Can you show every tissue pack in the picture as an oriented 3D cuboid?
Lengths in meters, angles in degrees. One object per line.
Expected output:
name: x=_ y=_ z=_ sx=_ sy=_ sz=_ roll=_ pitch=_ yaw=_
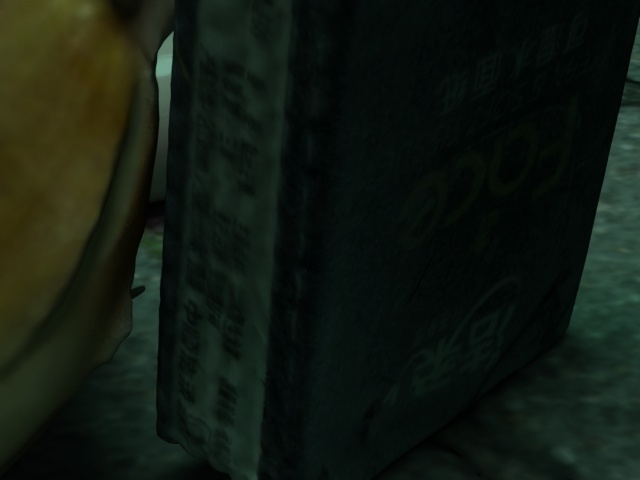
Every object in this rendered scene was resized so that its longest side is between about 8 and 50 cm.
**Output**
tissue pack: x=0.033 y=-0.054 z=0.495 sx=0.081 sy=0.257 sz=0.185 roll=30 pitch=39 yaw=32

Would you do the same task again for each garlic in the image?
garlic: x=-0.197 y=-0.009 z=0.502 sx=0.313 sy=0.249 sz=0.286 roll=-30 pitch=41 yaw=-18

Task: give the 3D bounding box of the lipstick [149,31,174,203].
lipstick: x=-0.142 y=-0.051 z=0.741 sx=0.327 sy=0.087 sz=0.087 roll=-14 pitch=26 yaw=-17
